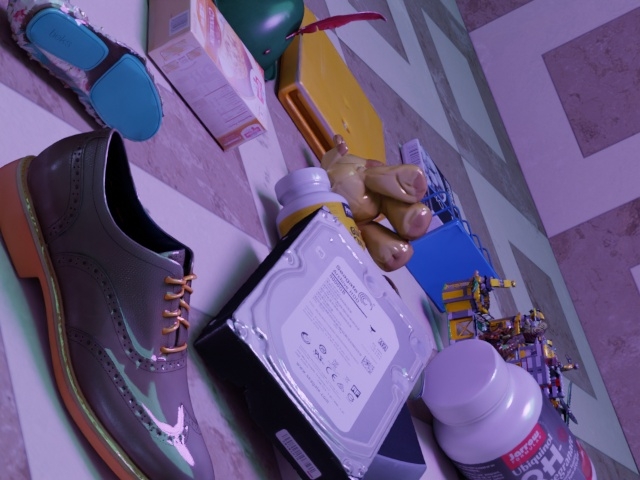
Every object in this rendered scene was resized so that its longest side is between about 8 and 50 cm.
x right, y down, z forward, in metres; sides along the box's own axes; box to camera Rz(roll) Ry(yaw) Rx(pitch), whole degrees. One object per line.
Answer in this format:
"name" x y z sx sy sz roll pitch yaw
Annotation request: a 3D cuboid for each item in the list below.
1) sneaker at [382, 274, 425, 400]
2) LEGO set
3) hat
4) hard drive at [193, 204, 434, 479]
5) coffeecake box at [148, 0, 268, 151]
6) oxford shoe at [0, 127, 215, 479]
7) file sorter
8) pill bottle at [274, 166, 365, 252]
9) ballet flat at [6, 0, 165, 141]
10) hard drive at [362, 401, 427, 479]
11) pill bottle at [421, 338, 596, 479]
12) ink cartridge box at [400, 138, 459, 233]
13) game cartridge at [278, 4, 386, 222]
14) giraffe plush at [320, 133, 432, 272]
"sneaker" 0.108 0.149 2.212 0.086 0.064 0.192 54 19 -55
"LEGO set" 0.347 0.187 2.564 0.331 0.192 0.254 48 37 -52
"hat" -0.037 -0.354 2.271 0.173 0.184 0.208 62 17 -6
"hard drive" 0.006 0.121 1.772 0.237 0.064 0.339 53 29 -7
"coffeecake box" -0.145 -0.231 1.973 0.185 0.068 0.142 52 20 -37
"oxford shoe" -0.166 0.074 1.361 0.363 0.133 0.130 65 16 1
"file sorter" 0.214 0.016 2.613 0.170 0.118 0.104 52 18 -36
"pill bottle" 0.000 0.000 2.017 0.103 0.103 0.184 29 40 -63
"ballet flat" -0.246 -0.195 1.609 0.077 0.091 0.241 49 0 41
"hard drive" 0.038 0.213 1.867 0.255 0.054 0.172 27 40 -51
"pill bottle" 0.278 0.296 2.301 0.318 0.176 0.176 52 21 -34
"ink cartridge box" 0.227 -0.056 2.880 0.208 0.045 0.206 51 21 -41
"game cartridge" 0.021 -0.215 2.494 0.285 0.053 0.323 55 17 -27
"giraffe plush" 0.055 -0.068 2.245 0.210 0.181 0.170 25 14 -8
